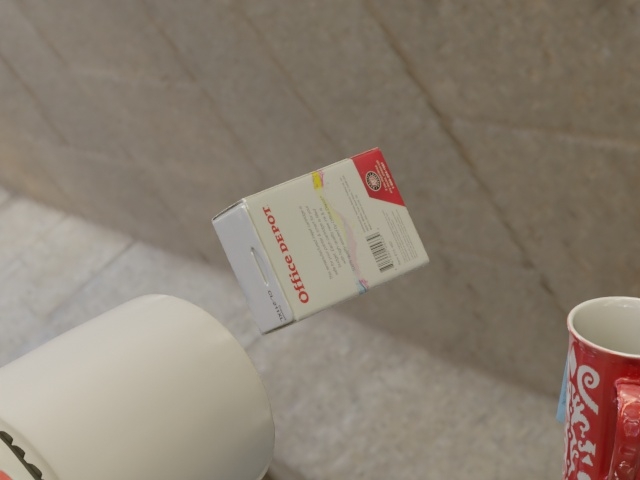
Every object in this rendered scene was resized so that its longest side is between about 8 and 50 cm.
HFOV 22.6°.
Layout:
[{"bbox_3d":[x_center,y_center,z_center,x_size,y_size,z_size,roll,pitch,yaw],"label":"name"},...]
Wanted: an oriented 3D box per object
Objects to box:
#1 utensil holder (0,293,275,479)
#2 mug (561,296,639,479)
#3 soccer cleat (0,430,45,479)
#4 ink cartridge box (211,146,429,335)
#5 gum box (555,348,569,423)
[{"bbox_3d":[-0.289,0.279,1.996,0.328,0.385,0.327,19,122,33],"label":"utensil holder"},{"bbox_3d":[0.254,0.154,1.390,0.113,0.150,0.169,19,120,32],"label":"mug"},{"bbox_3d":[-0.216,0.265,1.222,0.318,0.116,0.108,46,158,8],"label":"soccer cleat"},{"bbox_3d":[0.000,0.000,1.548,0.072,0.175,0.127,-26,87,56],"label":"ink cartridge box"},{"bbox_3d":[0.389,0.194,1.969,0.184,0.041,0.157,24,133,24],"label":"gum box"}]
